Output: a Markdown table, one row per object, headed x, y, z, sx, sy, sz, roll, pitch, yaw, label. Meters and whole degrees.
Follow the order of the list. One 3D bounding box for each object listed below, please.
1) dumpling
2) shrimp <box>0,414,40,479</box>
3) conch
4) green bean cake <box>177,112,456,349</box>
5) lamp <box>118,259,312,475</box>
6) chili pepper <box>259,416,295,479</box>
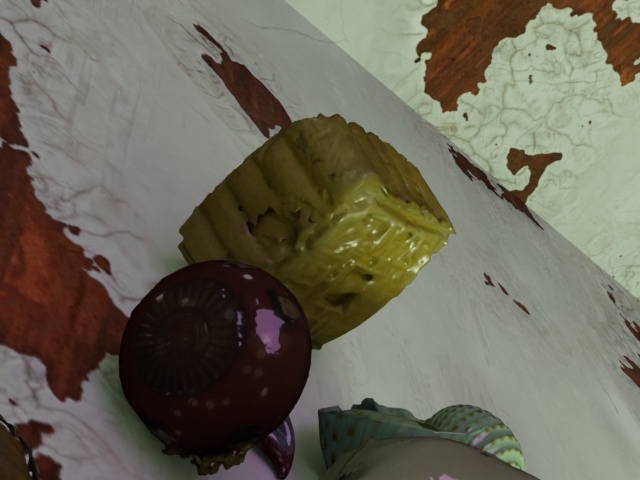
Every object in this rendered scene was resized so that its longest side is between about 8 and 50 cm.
| x | y | z | sx | sy | sz | roll | pitch | yaw | label |
| --- | --- | --- | --- | --- | --- | --- | --- | --- | --- |
| 0.069 | 0.245 | 0.767 | 0.293 | 0.204 | 0.163 | 12 | 42 | -18 | dumpling |
| -0.264 | 0.100 | 0.602 | 0.253 | 0.058 | 0.173 | 36 | 14 | -34 | shrimp |
| 0.085 | 0.214 | 0.958 | 0.172 | 0.200 | 0.131 | 3 | 85 | -44 | conch |
| 0.000 | 0.000 | 1.065 | 0.230 | 0.224 | 0.131 | 23 | 30 | -54 | green bean cake |
| -0.080 | 0.096 | 0.842 | 0.156 | 0.157 | 0.135 | 41 | -4 | 29 | lamp |
| -0.060 | 0.140 | 0.940 | 0.050 | 0.041 | 0.153 | -22 | 62 | -23 | chili pepper |
